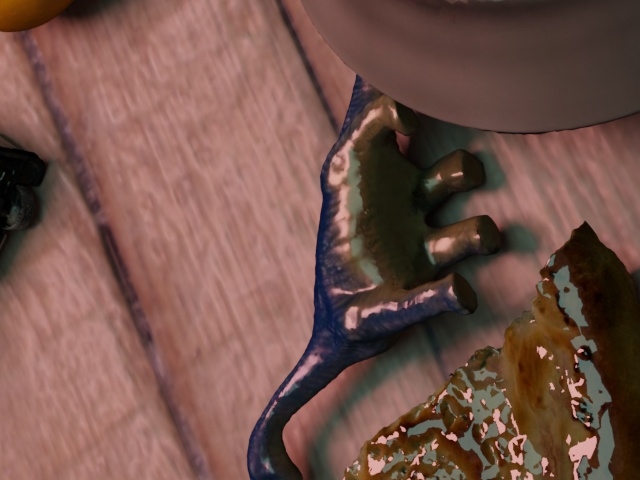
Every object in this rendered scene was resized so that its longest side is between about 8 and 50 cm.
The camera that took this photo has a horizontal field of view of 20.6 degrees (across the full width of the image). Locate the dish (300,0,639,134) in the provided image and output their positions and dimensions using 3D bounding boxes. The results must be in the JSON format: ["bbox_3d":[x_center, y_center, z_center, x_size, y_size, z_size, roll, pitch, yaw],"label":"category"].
[{"bbox_3d":[0.104,-0.214,0.861,0.316,0.106,0.316,-6,75,24],"label":"dish"}]

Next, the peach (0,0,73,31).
[{"bbox_3d":[-0.207,-0.215,1.064,0.179,0.103,0.179,32,142,30],"label":"peach"}]

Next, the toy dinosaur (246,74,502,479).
[{"bbox_3d":[0.000,0.000,0.968,0.188,0.075,0.248,-25,79,31],"label":"toy dinosaur"}]

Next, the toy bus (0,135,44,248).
[{"bbox_3d":[-0.260,0.010,1.123,0.089,0.087,0.194,37,107,35],"label":"toy bus"}]

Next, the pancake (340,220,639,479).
[{"bbox_3d":[0.080,0.168,0.917,0.197,0.054,0.377,19,96,32],"label":"pancake"}]
